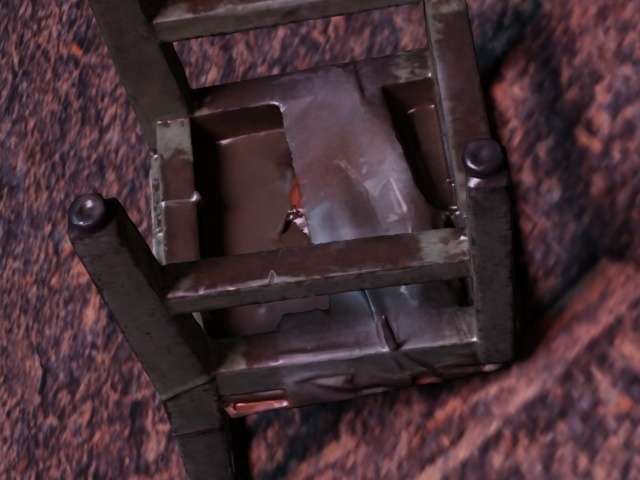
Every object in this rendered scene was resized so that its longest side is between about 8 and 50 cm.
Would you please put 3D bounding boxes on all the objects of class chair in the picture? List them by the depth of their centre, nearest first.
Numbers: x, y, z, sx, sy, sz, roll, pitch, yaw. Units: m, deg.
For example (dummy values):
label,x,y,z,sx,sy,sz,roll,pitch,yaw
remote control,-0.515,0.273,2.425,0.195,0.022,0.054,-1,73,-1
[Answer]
label,x,y,z,sx,sy,sz,roll,pitch,yaw
chair,0.000,0.000,0.604,0.270,0.147,0.136,77,-174,-58
